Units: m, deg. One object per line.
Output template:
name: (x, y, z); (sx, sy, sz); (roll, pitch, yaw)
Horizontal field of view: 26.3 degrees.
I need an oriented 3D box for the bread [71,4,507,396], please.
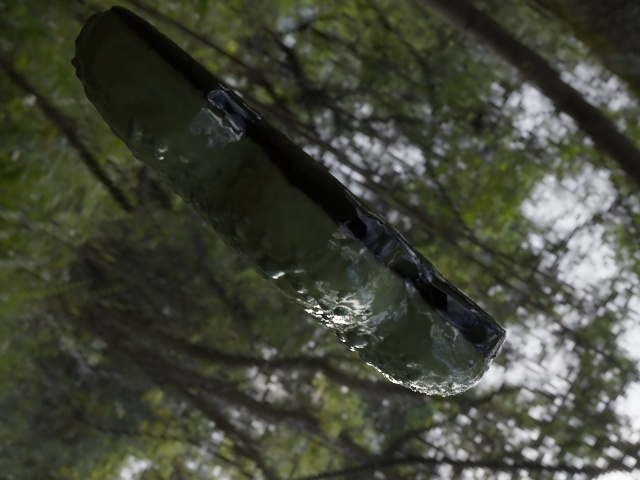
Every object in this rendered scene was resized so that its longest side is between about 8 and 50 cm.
bread: (0.000, 0.000, 0.643); (0.056, 0.286, 0.207); (-49, -123, 3)
